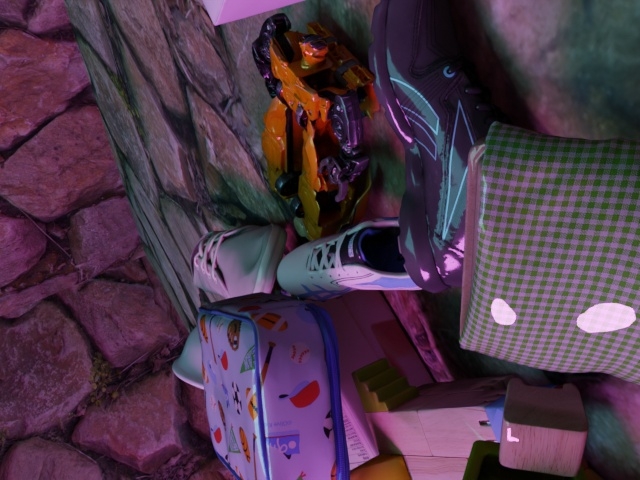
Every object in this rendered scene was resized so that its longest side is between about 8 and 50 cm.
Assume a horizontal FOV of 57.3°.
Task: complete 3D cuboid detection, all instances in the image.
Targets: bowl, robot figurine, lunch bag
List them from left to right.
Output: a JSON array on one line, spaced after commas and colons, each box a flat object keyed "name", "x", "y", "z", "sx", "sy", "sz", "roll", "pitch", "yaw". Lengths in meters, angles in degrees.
[{"name": "bowl", "x": -0.130, "y": 0.204, "z": 1.149, "sx": 0.298, "sy": 0.298, "sz": 0.133, "roll": 14, "pitch": 94, "yaw": 64}, {"name": "lunch bag", "x": -0.069, "y": 0.191, "z": 0.719, "sx": 0.303, "sy": 0.115, "sz": 0.243, "roll": 173, "pitch": 89, "yaw": -68}, {"name": "robot figurine", "x": -0.005, "y": -0.119, "z": 0.686, "sx": 0.211, "sy": 0.085, "sz": 0.291, "roll": 54, "pitch": 157, "yaw": 26}]

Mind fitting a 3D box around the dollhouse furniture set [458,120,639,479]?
[{"name": "dollhouse furniture set", "x": 0.171, "y": 0.107, "z": 0.309, "sx": 0.198, "sy": 0.151, "sz": 0.301, "roll": 3, "pitch": 126, "yaw": 15}]

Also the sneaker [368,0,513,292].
[{"name": "sneaker", "x": 0.113, "y": -0.087, "z": 0.467, "sx": 0.106, "sy": 0.101, "sz": 0.267, "roll": -1, "pitch": 110, "yaw": 36}]

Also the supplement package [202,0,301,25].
[{"name": "supplement package", "x": -0.009, "y": -0.246, "z": 0.421, "sx": 0.105, "sy": 0.179, "sz": 0.105, "roll": 66, "pitch": 158, "yaw": -2}]

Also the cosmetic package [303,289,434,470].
[{"name": "cosmetic package", "x": 0.069, "y": 0.211, "z": 0.811, "sx": 0.296, "sy": 0.129, "sz": 0.153, "roll": 61, "pitch": 157, "yaw": 13}]

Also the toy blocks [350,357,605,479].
[{"name": "toy blocks", "x": 0.198, "y": 0.283, "z": 0.564, "sx": 0.261, "sy": 0.191, "sz": 0.381, "roll": -29, "pitch": 79, "yaw": 56}]

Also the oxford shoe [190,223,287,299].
[{"name": "oxford shoe", "x": -0.172, "y": 0.042, "z": 1.127, "sx": 0.130, "sy": 0.169, "sz": 0.449, "roll": 24, "pitch": 170, "yaw": -18}]

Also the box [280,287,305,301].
[{"name": "box", "x": -0.008, "y": 0.147, "z": 1.009, "sx": 0.184, "sy": 0.045, "sz": 0.190, "roll": 64, "pitch": 168, "yaw": 10}]

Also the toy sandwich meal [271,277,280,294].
[{"name": "toy sandwich meal", "x": -0.105, "y": 0.075, "z": 1.213, "sx": 0.085, "sy": 0.029, "sz": 0.085, "roll": 55, "pitch": 161, "yaw": 29}]

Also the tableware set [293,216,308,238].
[{"name": "tableware set", "x": 0.000, "y": 0.000, "z": 0.894, "sx": 0.168, "sy": 0.020, "sz": 0.141, "roll": 63, "pitch": 160, "yaw": 5}]

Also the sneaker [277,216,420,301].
[{"name": "sneaker", "x": 0.035, "y": 0.016, "z": 0.633, "sx": 0.237, "sy": 0.085, "sz": 0.086, "roll": -11, "pitch": 149, "yaw": 40}]
